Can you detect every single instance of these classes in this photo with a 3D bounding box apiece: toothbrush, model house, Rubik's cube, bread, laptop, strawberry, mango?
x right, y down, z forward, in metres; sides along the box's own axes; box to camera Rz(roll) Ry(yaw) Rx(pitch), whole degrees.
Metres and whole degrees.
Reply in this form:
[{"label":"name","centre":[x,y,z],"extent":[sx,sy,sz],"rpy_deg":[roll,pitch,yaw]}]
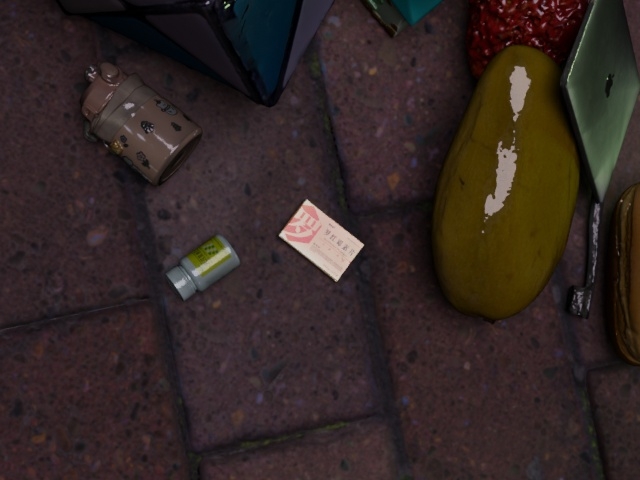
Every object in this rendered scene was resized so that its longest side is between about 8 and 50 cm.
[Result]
[{"label":"toothbrush","centre":[0.348,-0.049,1.859],"extent":[0.030,0.030,0.297],"rpy_deg":[10,85,-2]},{"label":"model house","centre":[0.101,-0.331,1.770],"extent":[0.100,0.149,0.127],"rpy_deg":[-42,93,-14]},{"label":"Rubik's cube","centre":[-0.130,-0.364,1.610],"extent":[0.305,0.310,0.307],"rpy_deg":[24,78,13]},{"label":"bread","centre":[0.411,0.038,1.809],"extent":[0.106,0.140,0.236],"rpy_deg":[4,83,-7]},{"label":"laptop","centre":[0.337,-0.186,1.751],"extent":[0.015,0.269,0.188],"rpy_deg":[12,65,26]},{"label":"strawberry","centre":[0.252,-0.278,1.789],"extent":[0.184,0.187,0.201],"rpy_deg":[24,116,-40]},{"label":"mango","centre":[0.228,-0.062,1.751],"extent":[0.195,0.142,0.332],"rpy_deg":[5,105,-48]}]

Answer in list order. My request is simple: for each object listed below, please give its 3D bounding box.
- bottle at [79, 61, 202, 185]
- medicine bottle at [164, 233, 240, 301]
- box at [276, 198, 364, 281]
[{"label":"bottle","centre":[-0.222,-0.141,1.726],"extent":[0.152,0.099,0.099],"rpy_deg":[39,80,3]},{"label":"medicine bottle","centre":[-0.140,0.032,1.748],"extent":[0.083,0.047,0.047],"rpy_deg":[-35,93,-12]},{"label":"box","centre":[0.000,0.000,1.794],"extent":[0.093,0.015,0.058],"rpy_deg":[39,82,-7]}]
